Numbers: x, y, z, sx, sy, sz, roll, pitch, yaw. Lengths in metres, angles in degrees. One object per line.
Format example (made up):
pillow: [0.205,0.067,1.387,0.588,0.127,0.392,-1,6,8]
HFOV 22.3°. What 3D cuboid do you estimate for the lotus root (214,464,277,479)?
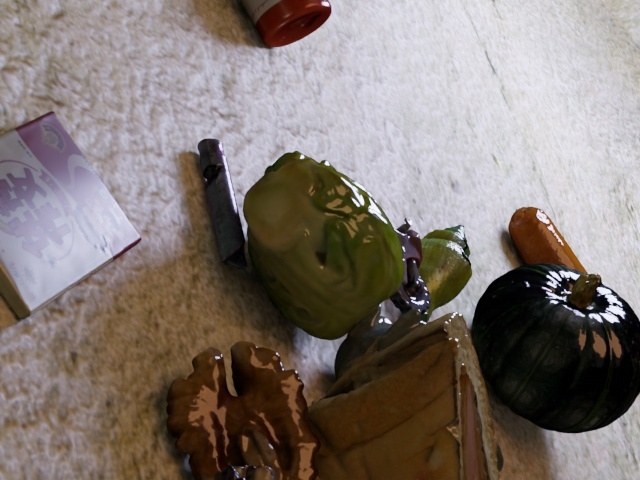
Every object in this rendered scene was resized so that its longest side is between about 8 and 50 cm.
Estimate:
lotus root: [-0.070,0.319,1.331,0.183,0.182,0.310,40,31,-30]

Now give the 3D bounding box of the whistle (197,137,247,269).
whistle: [-0.111,-0.042,1.825,0.033,0.033,0.176,27,39,-45]

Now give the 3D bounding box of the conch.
conch: [0.148,0.038,2.129,0.095,0.079,0.201,41,34,10]

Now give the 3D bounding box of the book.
book: [-0.271,-0.030,1.558,0.162,0.022,0.232,55,26,-3]

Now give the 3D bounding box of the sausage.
sausage: [0.352,0.034,2.462,0.197,0.076,0.076,58,27,6]

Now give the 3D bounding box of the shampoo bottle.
shampoo bottle: [-0.091,-0.401,2.172,0.104,0.104,0.278,-7,66,-61]

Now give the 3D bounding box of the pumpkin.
pumpkin: [0.322,0.131,2.162,0.249,0.216,0.250,15,27,-8]

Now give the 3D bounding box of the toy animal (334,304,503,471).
toy animal: [0.116,0.191,1.880,0.251,0.127,0.125,56,6,-28]

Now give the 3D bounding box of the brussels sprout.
brussels sprout: [0.000,0.000,1.808,0.223,0.161,0.223,-23,90,-90]

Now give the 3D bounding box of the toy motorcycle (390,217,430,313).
toy motorcycle: [0.056,0.006,1.997,0.212,0.084,0.118,36,41,-25]

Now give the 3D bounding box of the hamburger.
hamburger: [0.068,0.235,1.647,0.162,0.209,0.330,-40,125,-67]

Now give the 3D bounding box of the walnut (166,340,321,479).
walnut: [-0.077,0.185,1.568,0.143,0.069,0.170,-10,68,-16]
